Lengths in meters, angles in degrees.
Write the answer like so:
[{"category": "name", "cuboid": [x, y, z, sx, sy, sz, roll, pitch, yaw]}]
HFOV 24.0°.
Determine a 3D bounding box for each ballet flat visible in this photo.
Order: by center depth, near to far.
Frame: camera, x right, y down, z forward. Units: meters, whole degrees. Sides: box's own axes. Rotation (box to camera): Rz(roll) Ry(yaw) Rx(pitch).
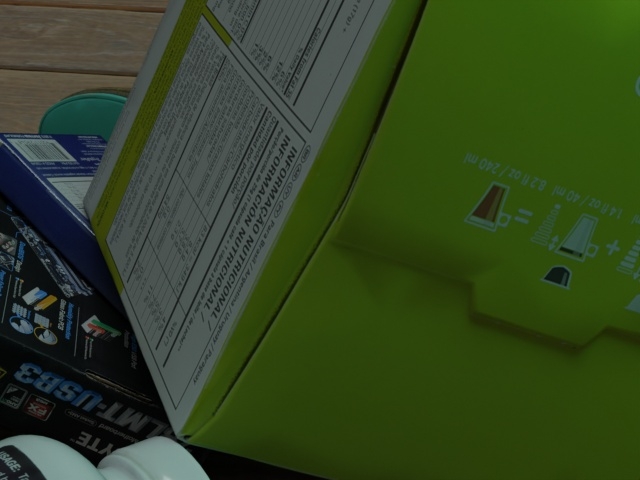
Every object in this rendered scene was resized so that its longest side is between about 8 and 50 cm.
[{"category": "ballet flat", "cuboid": [-0.123, -0.094, 1.428, 0.342, 0.116, 0.124, 0, 5, 44]}]

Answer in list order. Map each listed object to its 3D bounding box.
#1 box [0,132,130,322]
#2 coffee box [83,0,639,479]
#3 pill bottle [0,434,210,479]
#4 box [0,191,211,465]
[{"category": "box", "cuboid": [-0.141, 0.000, 1.129, 0.225, 0.036, 0.136, 42, 20, 20]}, {"category": "coffee box", "cuboid": [0.084, -0.053, 0.977, 0.337, 0.338, 0.334, 18, 18, -26]}, {"category": "pill bottle", "cuboid": [-0.203, 0.212, 0.762, 0.323, 0.181, 0.181, -18, 31, -29]}, {"category": "box", "cuboid": [-0.217, 0.027, 1.098, 0.293, 0.073, 0.295, 29, 20, -20]}]
